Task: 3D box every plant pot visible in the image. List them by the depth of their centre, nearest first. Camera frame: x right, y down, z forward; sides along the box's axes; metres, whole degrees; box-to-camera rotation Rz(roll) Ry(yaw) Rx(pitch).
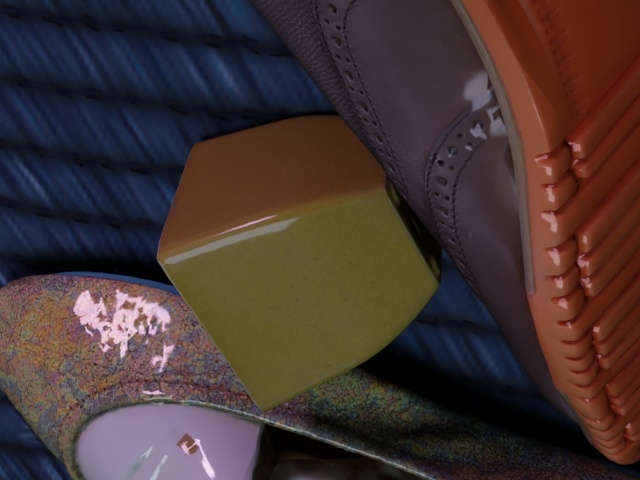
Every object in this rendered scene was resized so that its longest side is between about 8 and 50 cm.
[{"bbox_3d":[0.000,0.000,0.526,0.083,0.081,0.081,-20,120,20],"label":"plant pot"}]

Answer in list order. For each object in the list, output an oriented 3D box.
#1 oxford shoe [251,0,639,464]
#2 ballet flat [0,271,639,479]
[{"bbox_3d":[0.057,-0.069,0.451,0.133,0.130,0.364,21,146,42],"label":"oxford shoe"},{"bbox_3d":[0.004,0.112,0.590,0.348,0.123,0.123,20,130,1],"label":"ballet flat"}]
